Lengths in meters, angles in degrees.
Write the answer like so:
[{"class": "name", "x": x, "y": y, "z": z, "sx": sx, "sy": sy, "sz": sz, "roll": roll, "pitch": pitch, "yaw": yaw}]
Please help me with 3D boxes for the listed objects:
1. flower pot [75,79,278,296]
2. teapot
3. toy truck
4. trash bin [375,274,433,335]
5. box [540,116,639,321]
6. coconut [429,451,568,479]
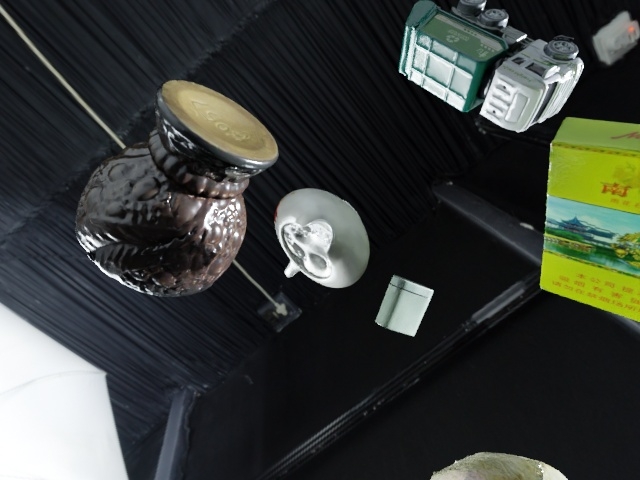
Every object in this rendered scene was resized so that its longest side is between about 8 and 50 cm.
[{"class": "flower pot", "x": -0.214, "y": -0.088, "z": 0.650, "sx": 0.267, "sy": 0.266, "sz": 0.267, "roll": -49, "pitch": -161, "yaw": 28}, {"class": "teapot", "x": 0.000, "y": 0.000, "z": 0.541, "sx": 0.092, "sy": 0.145, "sz": 0.226, "roll": -38, "pitch": 172, "yaw": -27}, {"class": "toy truck", "x": 0.225, "y": -0.259, "z": 0.582, "sx": 0.124, "sy": 0.114, "sz": 0.253, "roll": -33, "pitch": -119, "yaw": -19}, {"class": "trash bin", "x": 0.216, "y": 0.168, "z": 1.036, "sx": 0.130, "sy": 0.116, "sz": 0.059, "roll": -68, "pitch": -156, "yaw": 2}, {"class": "box", "x": 0.382, "y": -0.001, "z": 0.497, "sx": 0.187, "sy": 0.335, "sz": 0.047, "roll": 22, "pitch": -113, "yaw": 36}, {"class": "coconut", "x": 0.253, "y": 0.396, "z": 0.521, "sx": 0.227, "sy": 0.227, "sz": 0.230, "roll": -57, "pitch": -175, "yaw": -30}]
